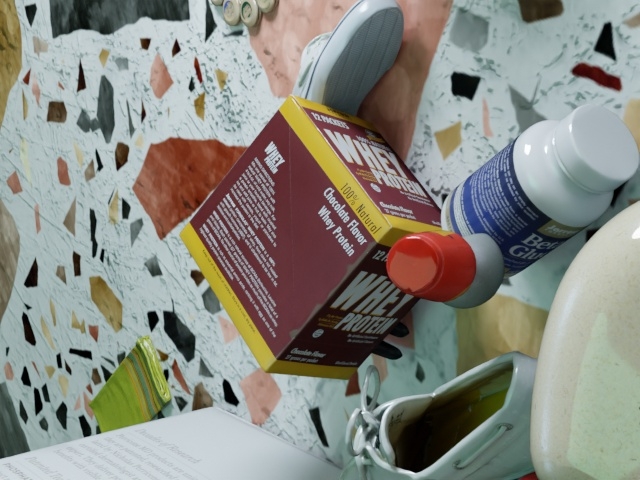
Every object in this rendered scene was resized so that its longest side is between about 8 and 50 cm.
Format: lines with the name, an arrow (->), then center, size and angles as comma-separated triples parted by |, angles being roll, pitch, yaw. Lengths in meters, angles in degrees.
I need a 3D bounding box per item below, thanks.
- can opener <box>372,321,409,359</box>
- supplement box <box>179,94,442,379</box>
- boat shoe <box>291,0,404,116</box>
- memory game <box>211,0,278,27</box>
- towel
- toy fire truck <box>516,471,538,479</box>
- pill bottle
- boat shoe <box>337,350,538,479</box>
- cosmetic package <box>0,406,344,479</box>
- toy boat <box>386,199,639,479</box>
can opener -> 0.020, 0.081, 1.352 | 0.186, 0.073, 0.059 | 29, 113, 38
supplement box -> 0.000, 0.000, 1.244 | 0.194, 0.129, 0.191 | -50, 55, 22
boat shoe -> 0.009, -0.171, 1.282 | 0.076, 0.083, 0.226 | 58, 140, 27
memory game -> -0.090, -0.335, 1.448 | 0.186, 0.012, 0.186 | 18, 113, 52
towel -> -0.280, 0.232, 1.844 | 0.237, 0.021, 0.102 | -48, 59, 49
toy fire truck -> 0.233, 0.236, 1.000 | 0.192, 0.047, 0.135 | 35, 139, 21
pill bottle -> 0.182, -0.041, 1.057 | 0.169, 0.094, 0.094 | -42, 64, 51
boat shoe -> 0.085, 0.182, 1.157 | 0.367, 0.156, 0.136 | -32, 37, 52
cosmetic package -> -0.197, 0.419, 1.441 | 0.327, 0.393, 0.330 | 13, 109, 53
toy boat -> 0.204, 0.063, 0.947 | 0.318, 0.148, 0.268 | 23, 97, 25
